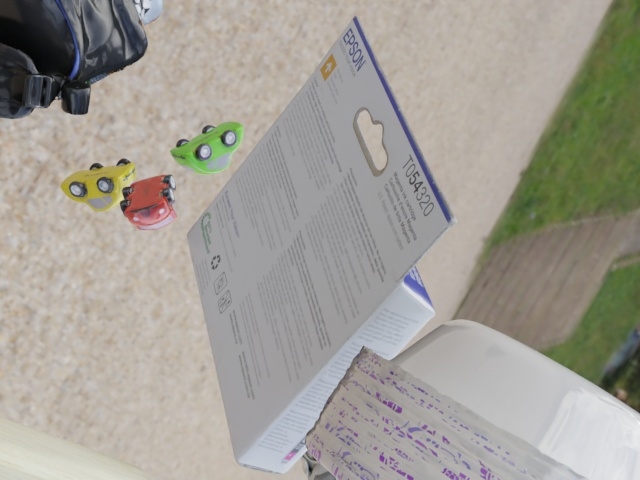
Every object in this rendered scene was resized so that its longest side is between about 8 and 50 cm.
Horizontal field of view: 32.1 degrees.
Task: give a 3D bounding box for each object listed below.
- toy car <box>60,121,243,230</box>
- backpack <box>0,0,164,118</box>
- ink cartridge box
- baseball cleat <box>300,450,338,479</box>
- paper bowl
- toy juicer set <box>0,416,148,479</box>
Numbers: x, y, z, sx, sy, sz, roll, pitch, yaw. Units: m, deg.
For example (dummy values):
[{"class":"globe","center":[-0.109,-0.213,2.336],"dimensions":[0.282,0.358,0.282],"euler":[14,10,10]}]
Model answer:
[{"class":"toy car","center":[-0.186,-0.083,1.395],"dimensions":[0.225,0.239,0.053],"euler":[-31,118,-27]},{"class":"backpack","center":[-0.279,-0.238,0.917],"dimensions":[0.213,0.263,0.277],"euler":[-33,115,-56]},{"class":"ink cartridge box","center":[0.000,0.000,1.080],"dimensions":[0.330,0.071,0.324],"euler":[-48,-143,27]},{"class":"baseball cleat","center":[0.010,0.321,1.440],"dimensions":[0.072,0.109,0.206],"euler":[-17,158,-20]},{"class":"paper bowl","center":[0.141,0.162,0.800],"dimensions":[0.148,0.284,0.284],"euler":[-59,169,-3]},{"class":"toy juicer set","center":[-0.152,0.126,0.357],"dimensions":[0.329,0.209,0.089],"euler":[125,-24,-55]}]
